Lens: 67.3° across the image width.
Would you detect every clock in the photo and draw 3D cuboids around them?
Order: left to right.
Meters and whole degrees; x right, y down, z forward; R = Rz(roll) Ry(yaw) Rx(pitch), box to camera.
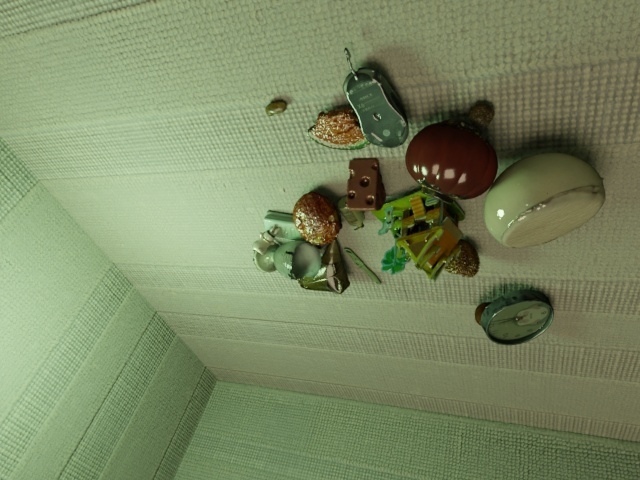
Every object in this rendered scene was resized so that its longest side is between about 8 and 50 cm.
[{"bbox_3d":[0.891,0.355,2.176,0.318,0.066,0.319,-3,130,-3],"label":"clock"}]

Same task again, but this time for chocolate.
[{"bbox_3d":[0.788,0.347,2.253,0.127,0.124,0.133,42,155,33],"label":"chocolate"}]

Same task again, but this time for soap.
[{"bbox_3d":[-0.158,-0.065,2.239,0.197,0.067,0.119,10,139,13],"label":"soap"}]

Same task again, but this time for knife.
[{"bbox_3d":[0.207,0.130,2.345,0.043,0.020,0.293,-17,128,40],"label":"knife"}]

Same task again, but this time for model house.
[{"bbox_3d":[0.355,0.001,1.881,0.357,0.313,0.242,-16,135,38],"label":"model house"}]

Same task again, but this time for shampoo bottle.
[{"bbox_3d":[0.140,-0.111,2.041,0.079,0.079,0.162,-11,132,34],"label":"shampoo bottle"}]

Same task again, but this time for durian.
[{"bbox_3d":[0.584,0.076,1.998,0.158,0.168,0.136,-2,173,-35],"label":"durian"},{"bbox_3d":[0.516,-0.406,1.539,0.080,0.080,0.091,32,99,-14],"label":"durian"}]

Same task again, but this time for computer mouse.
[{"bbox_3d":[0.178,-0.474,1.593,0.167,0.090,0.379,-11,126,35],"label":"computer mouse"}]

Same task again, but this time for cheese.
[{"bbox_3d":[0.182,-0.197,1.905,0.128,0.203,0.177,-1,168,19],"label":"cheese"}]

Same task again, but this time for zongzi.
[{"bbox_3d":[-0.008,0.114,2.359,0.273,0.145,0.300,2,120,31],"label":"zongzi"}]

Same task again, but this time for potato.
[{"bbox_3d":[-0.167,-0.485,1.764,0.092,0.045,0.046,-5,171,32],"label":"potato"}]

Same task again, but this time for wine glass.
[{"bbox_3d":[-0.156,0.087,2.256,0.356,0.191,0.190,9,146,51],"label":"wine glass"}]

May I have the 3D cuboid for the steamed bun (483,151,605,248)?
[{"bbox_3d":[0.714,-0.146,1.585,0.373,0.242,0.375,-15,153,-8],"label":"steamed bun"}]

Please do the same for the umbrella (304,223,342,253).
[{"bbox_3d":[0.000,0.000,2.240,0.067,0.073,0.337,36,139,-11],"label":"umbrella"}]

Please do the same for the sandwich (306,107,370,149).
[{"bbox_3d":[0.065,-0.405,1.730,0.234,0.079,0.159,-2,133,25],"label":"sandwich"}]

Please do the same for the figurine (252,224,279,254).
[{"bbox_3d":[-0.258,-0.014,2.224,0.081,0.146,0.098,38,173,-39],"label":"figurine"}]

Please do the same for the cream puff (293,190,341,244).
[{"bbox_3d":[-0.019,-0.085,2.040,0.239,0.164,0.240,22,134,25],"label":"cream puff"}]

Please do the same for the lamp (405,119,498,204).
[{"bbox_3d":[0.430,-0.257,1.587,0.302,0.257,0.303,21,-174,-2],"label":"lamp"}]
